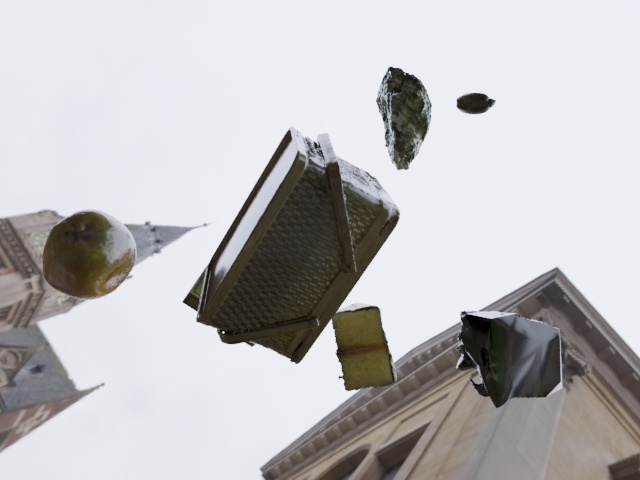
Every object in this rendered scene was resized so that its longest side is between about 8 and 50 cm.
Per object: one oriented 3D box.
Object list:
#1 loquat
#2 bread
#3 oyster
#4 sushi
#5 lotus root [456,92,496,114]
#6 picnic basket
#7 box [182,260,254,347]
[{"bbox_3d":[-0.725,0.039,1.511,0.276,0.276,0.284,46,-30,15],"label":"loquat"},{"bbox_3d":[0.146,0.339,1.581,0.178,0.142,0.266,-10,-86,25],"label":"bread"},{"bbox_3d":[0.222,-0.347,1.348,0.198,0.112,0.268,-58,-138,48],"label":"oyster"},{"bbox_3d":[0.460,0.275,1.248,0.212,0.227,0.216,4,-82,64],"label":"sushi"},{"bbox_3d":[0.379,-0.334,1.188,0.099,0.054,0.049,14,-113,40],"label":"lotus root"},{"bbox_3d":[-0.035,0.002,0.616,0.139,0.165,0.267,27,-72,-18],"label":"picnic basket"},{"bbox_3d":[-0.231,0.161,1.278,0.220,0.141,0.064,34,-49,-9],"label":"box"}]
